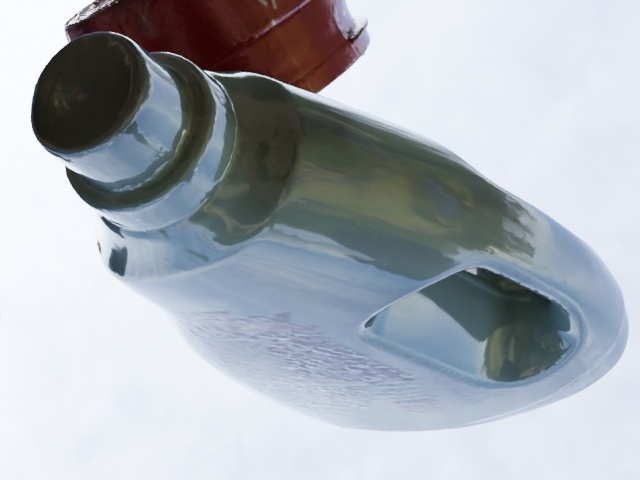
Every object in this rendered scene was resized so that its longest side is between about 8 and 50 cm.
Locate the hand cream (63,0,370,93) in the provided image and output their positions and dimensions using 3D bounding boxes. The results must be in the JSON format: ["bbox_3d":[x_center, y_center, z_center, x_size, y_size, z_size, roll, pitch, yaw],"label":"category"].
[{"bbox_3d":[-0.073,-0.146,1.005,0.193,0.125,0.193,-29,-163,10],"label":"hand cream"}]

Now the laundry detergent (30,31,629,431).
[{"bbox_3d":[0.000,0.000,0.797,0.264,0.398,0.124,-4,-113,28],"label":"laundry detergent"}]
